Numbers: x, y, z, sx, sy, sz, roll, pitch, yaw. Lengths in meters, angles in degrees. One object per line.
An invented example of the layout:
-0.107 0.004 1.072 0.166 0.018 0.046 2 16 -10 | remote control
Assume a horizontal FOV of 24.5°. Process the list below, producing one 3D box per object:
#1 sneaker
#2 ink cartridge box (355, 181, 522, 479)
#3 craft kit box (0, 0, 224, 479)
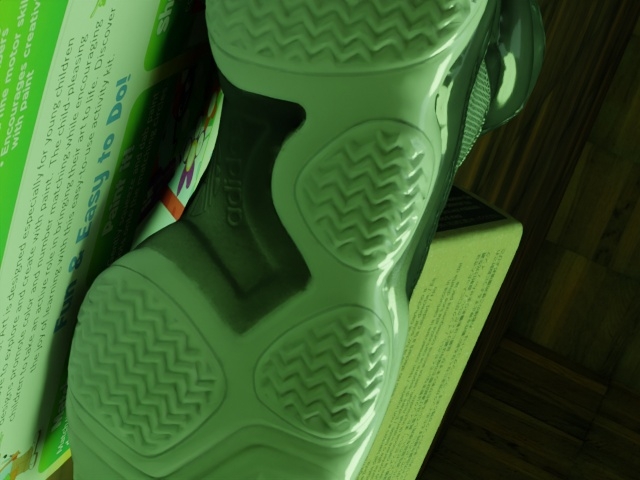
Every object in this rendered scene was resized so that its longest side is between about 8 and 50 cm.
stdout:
0.007 -0.013 0.498 0.153 0.101 0.268 -30 142 -66 | sneaker
-0.014 0.081 0.771 0.193 0.088 0.234 -8 127 -51 | ink cartridge box
-0.080 -0.029 0.473 0.246 0.061 0.249 -49 161 -61 | craft kit box
